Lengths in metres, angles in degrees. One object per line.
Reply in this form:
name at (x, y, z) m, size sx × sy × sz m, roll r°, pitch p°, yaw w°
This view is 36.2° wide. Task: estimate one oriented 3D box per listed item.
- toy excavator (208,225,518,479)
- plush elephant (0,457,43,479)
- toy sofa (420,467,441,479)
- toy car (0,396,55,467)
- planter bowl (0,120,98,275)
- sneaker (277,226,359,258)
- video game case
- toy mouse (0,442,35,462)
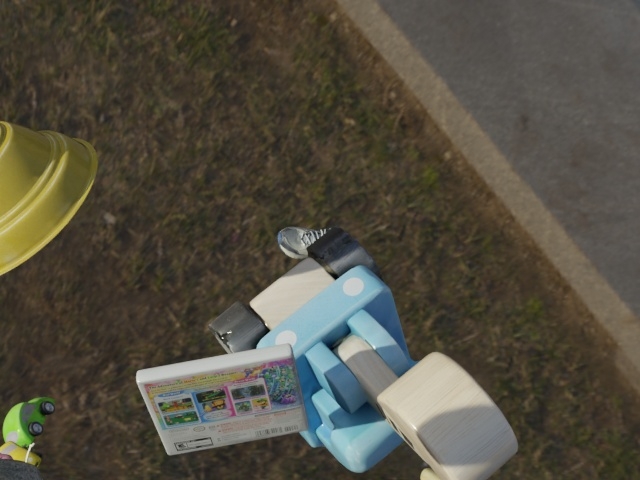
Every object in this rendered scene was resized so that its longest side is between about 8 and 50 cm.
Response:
toy excavator at (0.069, 0.177, 1.190) m, size 0.222 × 0.433 × 0.445 m, roll -38°, pitch 55°, yaw -14°
plush elephant at (-0.244, 0.317, 0.511) m, size 0.272 × 0.255 × 0.330 m, roll -12°, pitch 40°, yaw -27°
toy sofa at (0.122, 0.499, 1.316) m, size 0.177 × 0.150 × 0.362 m, roll 24°, pitch 88°, yaw -20°
toy car at (-0.449, 0.301, 1.400) m, size 0.053 × 0.239 × 0.225 m, roll 40°, pitch 32°, yaw -16°
planter bowl at (-0.356, -0.063, 1.054) m, size 0.217 × 0.217 × 0.090 m, roll -54°, pitch 132°, yaw -23°
sneaker at (0.000, 0.000, 1.491) m, size 0.135 × 0.058 × 0.052 m, roll 10°, pitch 65°, yaw -30°
video game case at (-0.097, 0.168, 1.020) m, size 0.157 × 0.143 × 0.019 m, roll -10°, pitch 47°, yaw -1°
toy mouse at (-0.355, 0.288, 1.113) m, size 0.161 × 0.143 × 0.031 m, roll 38°, pitch 27°, yaw 24°
